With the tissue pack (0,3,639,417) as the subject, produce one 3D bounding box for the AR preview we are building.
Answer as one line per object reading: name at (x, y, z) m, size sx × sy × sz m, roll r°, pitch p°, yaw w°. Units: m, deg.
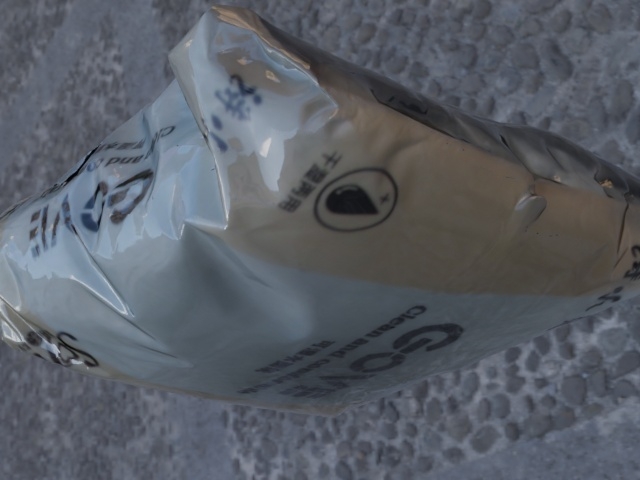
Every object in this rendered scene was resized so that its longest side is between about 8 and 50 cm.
tissue pack at (0.000, 0.000, 0.587) m, size 0.376 × 0.390 × 0.195 m, roll -25°, pitch 60°, yaw 45°
